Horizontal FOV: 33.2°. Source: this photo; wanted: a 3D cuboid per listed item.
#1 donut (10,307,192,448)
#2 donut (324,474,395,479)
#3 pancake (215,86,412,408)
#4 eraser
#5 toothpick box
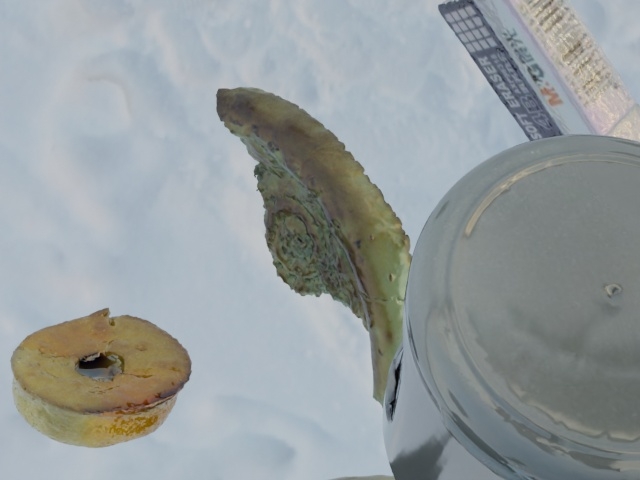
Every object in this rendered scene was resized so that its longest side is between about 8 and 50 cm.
[{"bbox_3d":[-0.237,0.154,1.149,0.174,0.190,0.074,31,123,26],"label":"donut"},{"bbox_3d":[0.081,0.399,1.117,0.371,0.307,0.150,32,143,27],"label":"donut"},{"bbox_3d":[-0.004,0.001,1.087,0.054,0.376,0.197,-23,165,-36],"label":"pancake"},{"bbox_3d":[0.270,-0.191,1.248,0.287,0.086,0.130,51,162,-16],"label":"eraser"},{"bbox_3d":[0.154,0.103,0.683,0.229,0.229,0.316,4,153,1],"label":"toothpick box"}]
